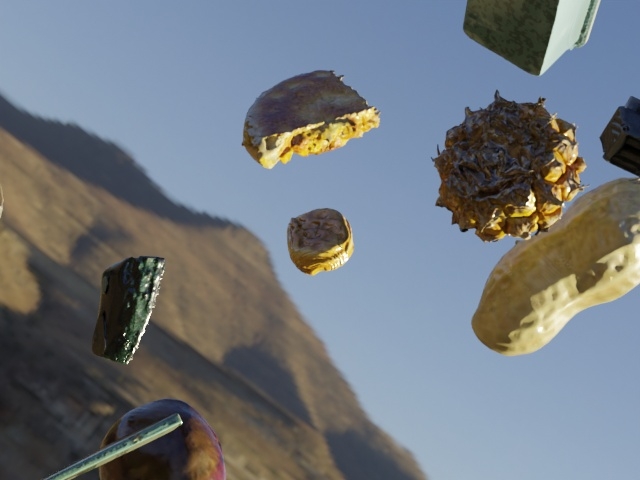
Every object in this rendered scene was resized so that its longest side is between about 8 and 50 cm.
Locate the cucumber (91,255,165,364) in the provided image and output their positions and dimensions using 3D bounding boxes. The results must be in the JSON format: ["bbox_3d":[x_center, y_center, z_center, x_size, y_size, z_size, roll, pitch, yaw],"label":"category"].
[{"bbox_3d":[-0.345,0.111,2.354,0.085,0.193,0.115,11,2,-44],"label":"cucumber"}]

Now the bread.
[{"bbox_3d":[0.000,0.000,1.732,0.111,0.083,0.044,-100,175,-58],"label":"bread"}]

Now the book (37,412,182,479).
[{"bbox_3d":[-0.347,0.332,2.041,0.025,0.282,0.215,64,-15,4],"label":"book"}]

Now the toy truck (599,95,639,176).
[{"bbox_3d":[0.396,-0.090,1.451,0.192,0.092,0.083,26,-21,5],"label":"toy truck"}]

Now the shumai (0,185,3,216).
[{"bbox_3d":[-0.476,-0.002,1.641,0.262,0.267,0.314,20,-52,40],"label":"shumai"}]

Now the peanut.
[{"bbox_3d":[0.339,0.039,1.869,0.149,0.313,0.149,53,4,-6],"label":"peanut"}]

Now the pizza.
[{"bbox_3d":[-0.013,-0.201,2.325,0.226,0.335,0.086,8,-61,14],"label":"pizza"}]

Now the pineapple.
[{"bbox_3d":[0.237,-0.099,1.776,0.225,0.225,0.076,32,-2,30],"label":"pineapple"}]

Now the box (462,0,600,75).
[{"bbox_3d":[0.283,-0.336,1.807,0.162,0.130,0.227,34,-25,17],"label":"box"}]

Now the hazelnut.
[{"bbox_3d":[-0.265,0.397,2.343,0.229,0.229,0.229,37,-10,8],"label":"hazelnut"}]
